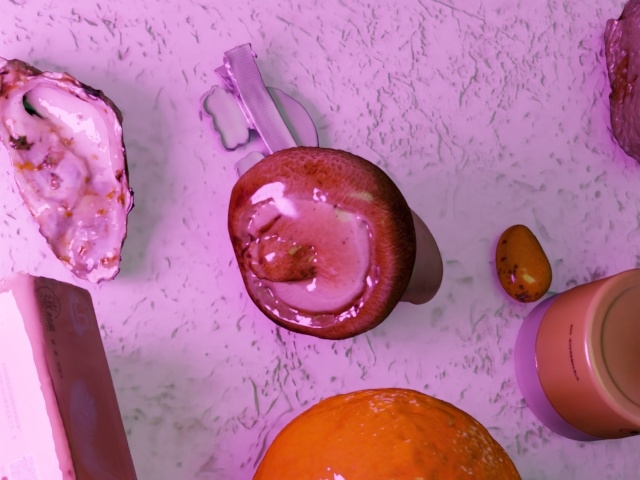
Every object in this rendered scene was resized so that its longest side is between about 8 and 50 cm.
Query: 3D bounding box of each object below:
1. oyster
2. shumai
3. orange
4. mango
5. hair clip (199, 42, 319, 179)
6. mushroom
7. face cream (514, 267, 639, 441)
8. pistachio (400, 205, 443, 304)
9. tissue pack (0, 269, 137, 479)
[{"bbox_3d":[-0.315,-0.088,1.455,0.166,0.094,0.294,-10,91,-5],"label":"oyster"},{"bbox_3d":[0.545,-0.238,1.773,0.218,0.189,0.255,3,81,-20],"label":"shumai"},{"bbox_3d":[0.080,0.330,1.369,0.340,0.340,0.293,43,34,-7],"label":"orange"},{"bbox_3d":[0.285,0.032,1.671,0.079,0.057,0.114,-2,74,-15],"label":"mango"},{"bbox_3d":[-0.073,-0.151,1.579,0.140,0.054,0.220,-28,91,-30],"label":"hair clip"},{"bbox_3d":[0.000,0.000,1.470,0.253,0.253,0.153,43,28,-7],"label":"mushroom"},{"bbox_3d":[0.403,0.159,1.616,0.218,0.179,0.218,5,75,-21],"label":"face cream"},{"bbox_3d":[0.102,0.016,1.573,0.113,0.113,0.149,-10,82,-24],"label":"pistachio"},{"bbox_3d":[-0.307,0.220,1.295,0.239,0.238,0.305,-10,70,-24],"label":"tissue pack"}]
